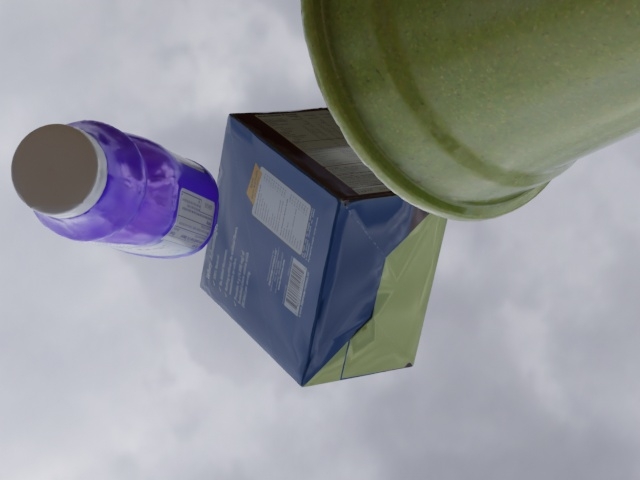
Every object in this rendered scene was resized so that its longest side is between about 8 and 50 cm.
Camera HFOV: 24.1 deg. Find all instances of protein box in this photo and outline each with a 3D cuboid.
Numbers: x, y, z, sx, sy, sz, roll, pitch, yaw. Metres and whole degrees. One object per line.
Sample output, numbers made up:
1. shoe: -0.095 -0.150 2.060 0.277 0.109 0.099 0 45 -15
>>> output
1. protein box: 0.000 0.000 1.458 0.136 0.200 0.201 -7 -150 -34

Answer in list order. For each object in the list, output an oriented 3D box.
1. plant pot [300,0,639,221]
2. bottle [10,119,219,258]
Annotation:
1. plant pot: 0.171 -0.168 0.976 0.254 0.276 0.276 -14 -149 48
2. bottle: -0.164 -0.039 1.193 0.118 0.283 0.092 8 -93 9
